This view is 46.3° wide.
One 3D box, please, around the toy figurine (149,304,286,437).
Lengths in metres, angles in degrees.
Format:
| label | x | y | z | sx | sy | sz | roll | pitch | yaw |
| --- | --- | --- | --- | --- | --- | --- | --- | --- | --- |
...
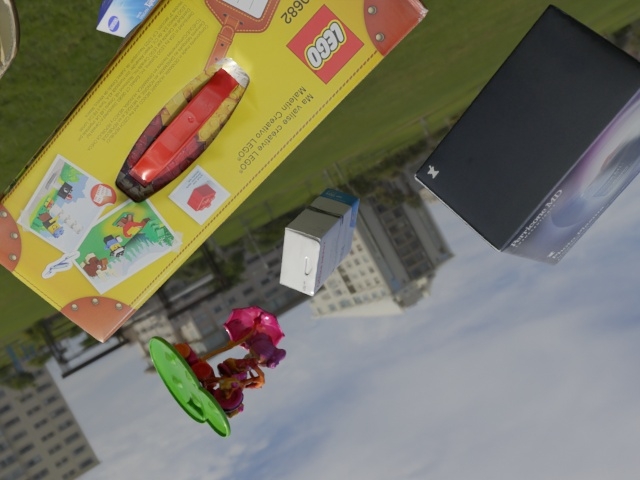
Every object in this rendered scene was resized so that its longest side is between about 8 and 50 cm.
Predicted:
| label | x | y | z | sx | sy | sz | roll | pitch | yaw |
| --- | --- | --- | --- | --- | --- | --- | --- | --- | --- |
| toy figurine | -0.110 | 0.153 | 0.977 | 0.159 | 0.130 | 0.173 | -31 | -136 | -29 |

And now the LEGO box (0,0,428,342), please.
| label | x | y | z | sx | sy | sz | roll | pitch | yaw |
| --- | --- | --- | --- | --- | --- | --- | --- | --- | --- |
| LEGO box | -0.127 | -0.177 | 0.900 | 0.500 | 0.193 | 0.372 | -43 | -166 | 19 |

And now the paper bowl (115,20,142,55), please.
| label | x | y | z | sx | sy | sz | roll | pitch | yaw |
| --- | --- | --- | --- | --- | --- | --- | --- | --- | --- |
| paper bowl | -0.241 | -0.257 | 1.358 | 0.284 | 0.284 | 0.148 | -29 | 178 | -27 |

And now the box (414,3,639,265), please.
| label | x | y | z | sx | sy | sz | roll | pitch | yaw |
| --- | --- | --- | --- | --- | --- | --- | --- | --- | --- |
| box | 0.340 | -0.131 | 1.094 | 0.296 | 0.183 | 0.294 | -53 | 151 | 16 |

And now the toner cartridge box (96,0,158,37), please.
| label | x | y | z | sx | sy | sz | roll | pitch | yaw |
| --- | --- | --- | --- | --- | --- | --- | --- | --- | --- |
| toner cartridge box | -0.459 | -0.619 | 1.941 | 0.165 | 0.075 | 0.348 | 11 | 169 | -26 |

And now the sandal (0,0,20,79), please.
| label | x | y | z | sx | sy | sz | roll | pitch | yaw |
| --- | --- | --- | --- | --- | --- | --- | --- | --- | --- |
| sandal | -0.408 | -0.205 | 0.844 | 0.079 | 0.088 | 0.240 | -46 | -178 | -40 |

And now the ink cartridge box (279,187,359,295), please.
| label | x | y | z | sx | sy | sz | roll | pitch | yaw |
| --- | --- | --- | --- | --- | --- | --- | --- | --- | --- |
| ink cartridge box | 0.000 | 0.000 | 1.511 | 0.190 | 0.082 | 0.140 | -44 | 150 | -51 |
